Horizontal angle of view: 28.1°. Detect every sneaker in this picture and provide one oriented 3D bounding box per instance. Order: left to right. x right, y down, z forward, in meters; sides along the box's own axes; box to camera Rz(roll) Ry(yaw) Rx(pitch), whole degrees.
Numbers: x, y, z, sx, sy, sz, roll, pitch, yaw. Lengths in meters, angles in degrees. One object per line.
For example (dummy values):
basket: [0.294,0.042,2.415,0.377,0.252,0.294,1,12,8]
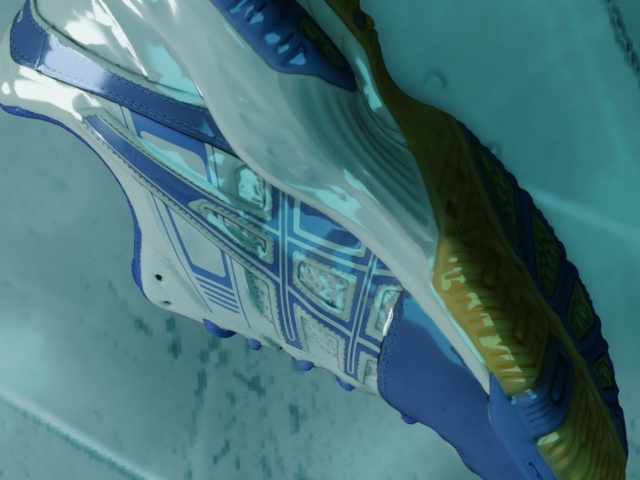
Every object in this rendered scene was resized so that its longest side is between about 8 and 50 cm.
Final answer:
sneaker: [0.000,0.000,0.504,0.131,0.112,0.296,-35,98,26]
